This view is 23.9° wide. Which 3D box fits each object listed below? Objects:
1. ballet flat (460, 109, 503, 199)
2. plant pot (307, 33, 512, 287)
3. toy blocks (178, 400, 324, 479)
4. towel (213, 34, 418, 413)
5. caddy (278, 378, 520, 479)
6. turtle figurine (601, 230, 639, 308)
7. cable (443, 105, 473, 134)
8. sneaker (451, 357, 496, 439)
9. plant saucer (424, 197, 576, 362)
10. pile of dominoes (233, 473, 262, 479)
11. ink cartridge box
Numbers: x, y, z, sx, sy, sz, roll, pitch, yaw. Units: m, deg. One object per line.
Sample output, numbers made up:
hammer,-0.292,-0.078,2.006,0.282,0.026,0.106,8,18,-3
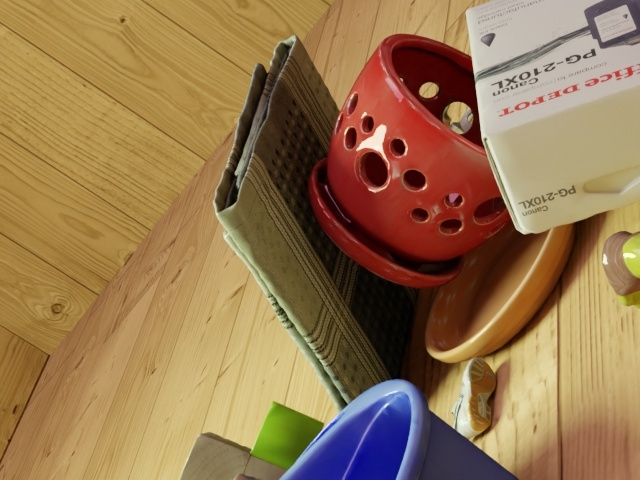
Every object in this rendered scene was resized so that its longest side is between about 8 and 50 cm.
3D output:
ballet flat,0.168,-0.083,1.538,0.248,0.086,0.086,-63,15,-25
plant pot,0.091,-0.066,1.374,0.174,0.191,0.191,-53,13,27
toy blocks,-0.111,0.324,1.364,0.261,0.191,0.381,91,-159,-83
towel,0.000,0.000,1.465,0.056,0.324,0.312,-16,32,23
caddy,0.007,0.263,1.071,0.241,0.179,0.341,-31,28,60
turtle figurine,0.261,0.007,0.974,0.269,0.087,0.217,-58,13,-8
cable,0.101,-0.029,1.769,0.287,0.072,0.139,-63,26,25
sneaker,0.125,0.134,1.278,0.037,0.032,0.083,-46,16,37
plant saucer,0.167,0.029,1.368,0.200,0.037,0.200,-53,13,18
pile of dominoes,-0.097,0.294,1.134,0.251,0.040,0.196,-58,-11,-5
ink cartridge box,0.218,-0.127,1.229,0.172,0.100,0.237,-18,31,13
